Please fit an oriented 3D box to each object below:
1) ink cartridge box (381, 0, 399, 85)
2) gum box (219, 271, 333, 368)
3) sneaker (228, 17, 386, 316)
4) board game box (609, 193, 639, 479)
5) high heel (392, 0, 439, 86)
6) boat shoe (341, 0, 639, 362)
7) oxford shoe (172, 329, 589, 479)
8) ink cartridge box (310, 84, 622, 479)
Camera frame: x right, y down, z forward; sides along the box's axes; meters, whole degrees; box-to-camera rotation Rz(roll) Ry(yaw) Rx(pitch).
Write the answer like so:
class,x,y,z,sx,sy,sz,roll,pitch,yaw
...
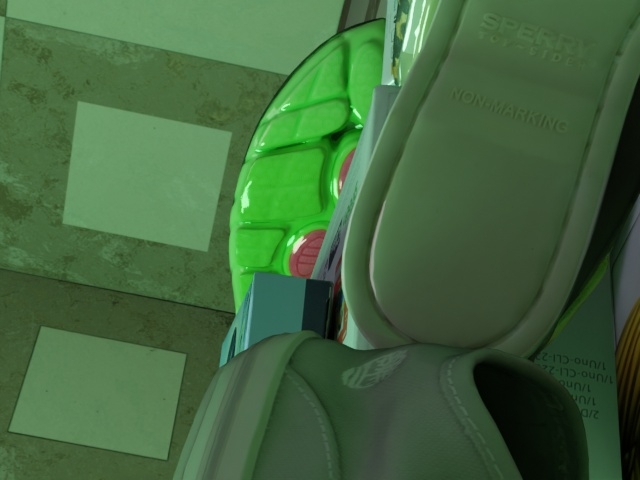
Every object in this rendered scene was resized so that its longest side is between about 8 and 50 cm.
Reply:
class,x,y,z,sx,sy,sz,roll,pitch,yaw
ink cartridge box,0.124,-0.218,0.974,0.208,0.045,0.206,-39,33,40
gum box,-0.033,0.113,0.724,0.184,0.041,0.157,123,154,-74
sneaker,0.000,0.000,1.294,0.202,0.185,0.483,-92,14,-52
board game box,0.150,-0.020,0.366,0.305,0.053,0.193,106,174,-46
high heel,0.108,-0.221,0.866,0.261,0.093,0.186,-56,24,20
boat shoe,0.108,-0.092,0.575,0.324,0.116,0.097,-66,-14,-6
oxford shoe,0.017,0.165,0.339,0.449,0.130,0.169,-78,-23,-58
ink cartridge box,0.050,0.122,0.750,0.309,0.130,0.272,110,168,-61
